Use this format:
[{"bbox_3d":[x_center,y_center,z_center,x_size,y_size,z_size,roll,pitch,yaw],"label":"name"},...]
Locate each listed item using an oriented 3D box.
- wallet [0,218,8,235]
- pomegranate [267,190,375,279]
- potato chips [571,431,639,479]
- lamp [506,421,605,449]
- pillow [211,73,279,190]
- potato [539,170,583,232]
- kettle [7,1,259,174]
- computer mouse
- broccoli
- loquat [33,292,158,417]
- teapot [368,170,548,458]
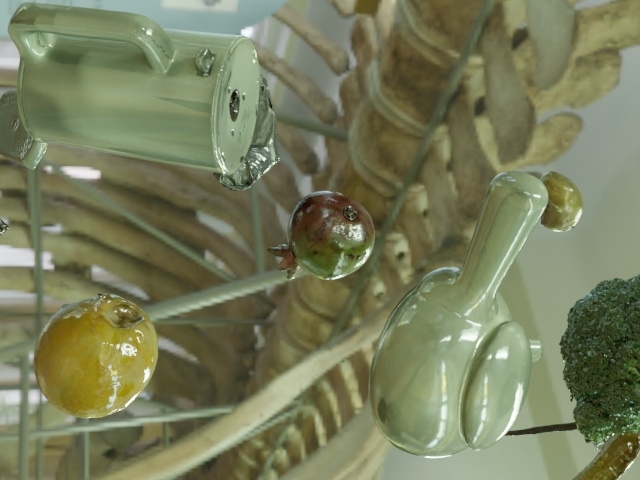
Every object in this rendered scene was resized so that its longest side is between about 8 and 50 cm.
[{"bbox_3d":[-0.418,-0.088,1.016,0.025,0.244,0.124,-49,-166,-9],"label":"wallet"},{"bbox_3d":[0.003,-0.006,1.413,0.159,0.129,0.130,-7,-98,57],"label":"pomegranate"},{"bbox_3d":[0.341,0.415,1.513,0.080,0.407,0.057,55,-11,8],"label":"potato chips"},{"bbox_3d":[0.384,0.361,2.008,0.109,0.371,0.130,-73,150,-43],"label":"lamp"},{"bbox_3d":[-0.178,-0.254,2.172,0.093,0.161,0.335,99,-15,-58],"label":"pillow"},{"bbox_3d":[0.419,-0.070,1.740,0.092,0.070,0.138,57,-9,29],"label":"potato"},{"bbox_3d":[-0.274,-0.222,1.465,0.265,0.317,0.205,-20,120,-75],"label":"kettle"},{"bbox_3d":[-0.492,-0.191,1.688,0.231,0.079,0.128,25,-80,52],"label":"computer mouse"},{"bbox_3d":[0.462,0.181,1.417,0.270,0.270,0.270,-50,-176,5],"label":"broccoli"},{"bbox_3d":[-0.423,0.222,1.877,0.244,0.243,0.244,180,-90,-74],"label":"loquat"},{"bbox_3d":[0.142,0.096,1.030,0.220,0.149,0.318,-55,148,-31],"label":"teapot"}]
